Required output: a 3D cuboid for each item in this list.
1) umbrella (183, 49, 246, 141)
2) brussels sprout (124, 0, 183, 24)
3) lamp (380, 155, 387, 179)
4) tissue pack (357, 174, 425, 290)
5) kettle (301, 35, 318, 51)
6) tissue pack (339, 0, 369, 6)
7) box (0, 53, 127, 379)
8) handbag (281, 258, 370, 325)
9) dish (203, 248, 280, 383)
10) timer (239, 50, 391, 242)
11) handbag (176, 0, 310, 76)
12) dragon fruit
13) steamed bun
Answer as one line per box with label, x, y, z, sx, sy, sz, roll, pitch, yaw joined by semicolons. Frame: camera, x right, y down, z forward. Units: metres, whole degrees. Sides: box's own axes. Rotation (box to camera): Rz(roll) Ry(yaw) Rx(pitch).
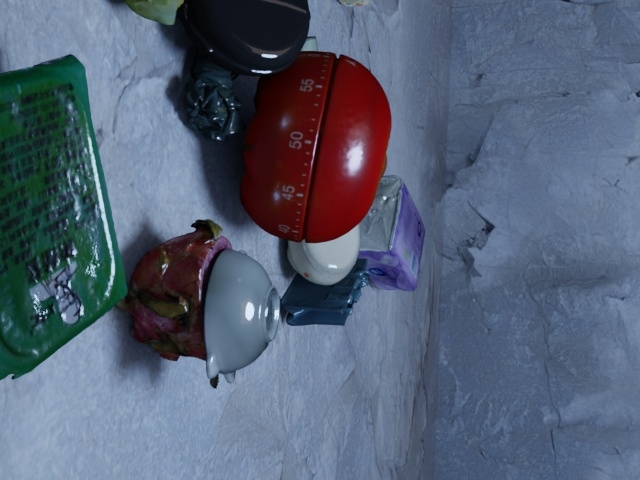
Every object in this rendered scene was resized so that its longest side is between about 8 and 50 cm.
umbrella;-0.174;-0.354;1.428;0.143;0.094;0.349;59;37;-63
brussels sprout;-0.257;-0.409;1.172;0.151;0.122;0.149;167;-64;-76
lamp;0.066;-0.222;1.924;0.223;0.196;0.223;38;29;-26
tissue pack;0.199;-0.017;2.355;0.338;0.160;0.242;52;43;-58
kettle;-0.039;-0.385;1.773;0.127;0.098;0.148;-35;122;-58
tissue pack;0.067;-0.707;2.017;0.196;0.092;0.148;13;79;-68
box;-0.368;-0.032;0.936;0.264;0.105;0.337;-45;134;-60
handbag;0.021;0.120;1.876;0.229;0.179;0.062;-60;146;-54
dish;-0.114;0.122;1.292;0.228;0.086;0.237;61;34;-69
timer;-0.009;-0.181;1.547;0.378;0.279;0.378;-168;-90;-90
handbag;-0.136;-0.434;1.354;0.253;0.093;0.308;-4;81;-38
dragon fruit;-0.231;0.103;1.292;0.211;0.147;0.282;-40;133;-75
steamed bun;0.000;0.000;1.847;0.177;0.130;0.228;11;64;-28
